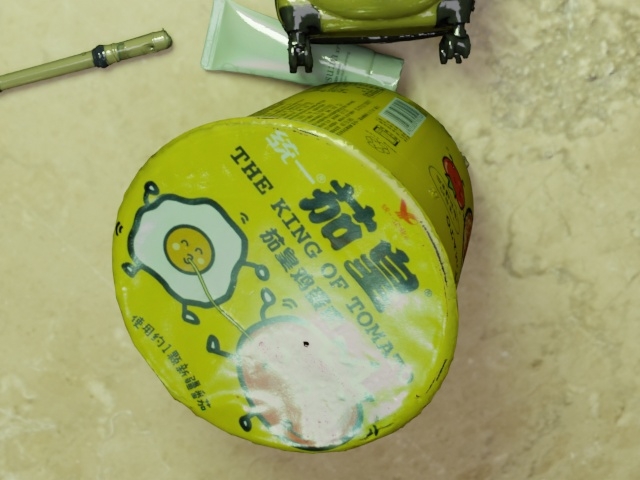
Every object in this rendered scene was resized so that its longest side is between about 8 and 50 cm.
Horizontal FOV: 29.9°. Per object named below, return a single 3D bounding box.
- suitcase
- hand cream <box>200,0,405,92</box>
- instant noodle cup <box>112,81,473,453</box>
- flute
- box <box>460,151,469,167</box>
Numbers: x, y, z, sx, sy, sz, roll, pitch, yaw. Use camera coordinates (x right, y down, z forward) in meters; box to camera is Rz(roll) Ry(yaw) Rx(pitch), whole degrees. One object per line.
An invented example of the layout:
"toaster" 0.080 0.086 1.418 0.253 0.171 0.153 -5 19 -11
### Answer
"suitcase" 0.048 -0.282 1.126 0.193 0.143 0.235 -4 94 1
"hand cream" -0.017 -0.188 1.222 0.204 0.050 0.078 14 112 1
"instant noodle cup" 0.000 0.000 1.137 0.325 0.254 0.326 8 116 16
"flute" -0.266 -0.180 1.237 0.233 0.027 0.027 -14 106 4
"box" 0.111 -0.055 1.261 0.062 0.045 0.098 20 105 -6
